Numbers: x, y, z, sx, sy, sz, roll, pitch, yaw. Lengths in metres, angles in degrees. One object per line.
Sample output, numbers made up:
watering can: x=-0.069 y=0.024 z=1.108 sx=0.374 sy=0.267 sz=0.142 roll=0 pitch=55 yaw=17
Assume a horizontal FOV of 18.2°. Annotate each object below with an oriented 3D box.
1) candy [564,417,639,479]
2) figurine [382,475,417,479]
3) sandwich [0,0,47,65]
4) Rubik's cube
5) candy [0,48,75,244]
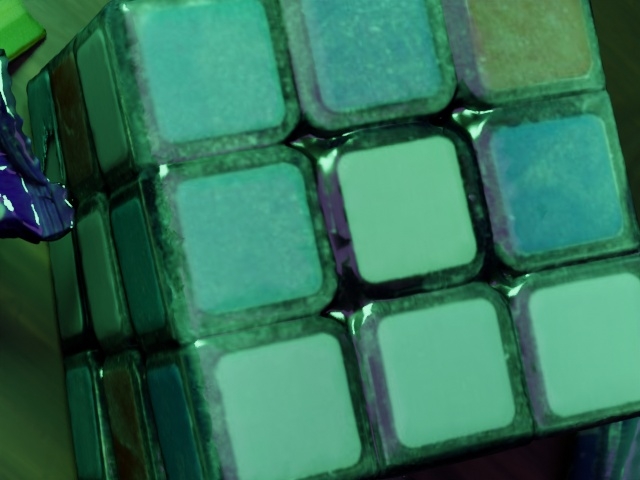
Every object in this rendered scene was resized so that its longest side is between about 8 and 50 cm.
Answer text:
candy: x=0.276 y=0.178 z=1.664 sx=0.187 sy=0.077 sz=0.331 roll=19 pitch=77 yaw=-23
figurine: x=0.051 y=0.268 z=1.547 sx=0.208 sy=0.128 sz=0.184 roll=42 pitch=74 yaw=-14
sandwich: x=-0.264 y=-0.160 z=1.524 sx=0.116 sy=0.074 sz=0.074 roll=-39 pitch=96 yaw=-19
Rubik's cube: x=0.000 y=0.000 z=1.443 sx=0.362 sy=0.359 sz=0.363 roll=-7 pitch=84 yaw=-22
candy: x=-0.311 y=-0.032 z=1.438 sx=0.275 sy=0.070 sz=0.145 roll=-20 pitch=80 yaw=18
